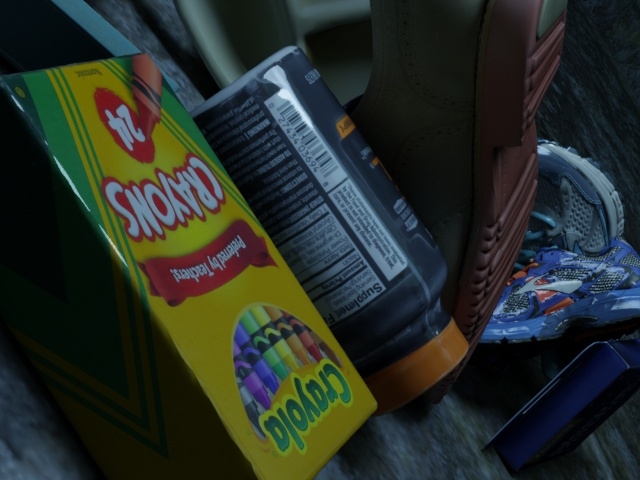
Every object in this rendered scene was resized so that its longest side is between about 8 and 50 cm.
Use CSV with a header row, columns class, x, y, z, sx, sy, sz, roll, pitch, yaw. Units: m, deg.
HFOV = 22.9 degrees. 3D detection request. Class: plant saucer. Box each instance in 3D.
class,x,y,z,sx,sy,sz,roll,pitch,yaw
plant saucer,-0.173,-0.129,0.969,0.192,0.067,0.018,41,32,-38

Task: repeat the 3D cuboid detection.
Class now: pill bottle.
class,x,y,z,sx,sy,sz,roll,pitch,yaw
pill bottle,0.000,0.000,1.084,0.245,0.130,0.130,55,19,-6

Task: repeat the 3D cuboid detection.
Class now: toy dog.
class,x,y,z,sx,sy,sz,roll,pitch,yaw
toy dog,0.086,-0.201,1.390,0.408,0.284,0.395,-72,142,-66

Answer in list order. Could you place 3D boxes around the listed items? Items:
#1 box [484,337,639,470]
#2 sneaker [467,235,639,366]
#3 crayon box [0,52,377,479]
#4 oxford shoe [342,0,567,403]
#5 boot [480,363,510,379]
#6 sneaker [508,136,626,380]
class,x,y,z,sx,sy,sz,roll,pitch,yaw
box,0.232,0.142,1.397,0.036,0.136,0.225,50,17,19
sneaker,0.187,0.052,1.366,0.083,0.221,0.087,118,-40,-65
crayon box,-0.078,0.049,0.895,0.318,0.081,0.202,57,19,0
oxford shoe,0.082,-0.052,1.171,0.146,0.397,0.140,16,36,14
boot,0.172,0.098,1.484,0.106,0.037,0.114,49,25,-28
sneaker,0.218,0.025,1.446,0.122,0.110,0.283,-55,134,-28
